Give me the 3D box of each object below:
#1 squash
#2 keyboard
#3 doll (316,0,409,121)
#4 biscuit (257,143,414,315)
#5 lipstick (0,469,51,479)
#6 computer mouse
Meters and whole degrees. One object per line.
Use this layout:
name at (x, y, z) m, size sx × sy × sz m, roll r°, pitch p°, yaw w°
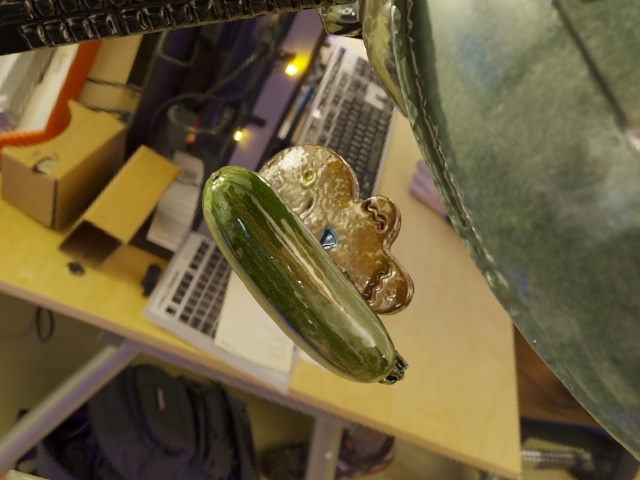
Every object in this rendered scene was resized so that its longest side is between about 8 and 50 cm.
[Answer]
squash at (-0.008, 0.043, 0.721) m, size 0.252 × 0.066 × 0.066 m, roll 51°, pitch 30°, yaw -29°
keyboard at (-0.091, -0.097, 0.336) m, size 0.205 × 0.061 × 0.013 m, roll -7°, pitch 43°, yaw 6°
doll at (0.185, -0.229, 0.720) m, size 0.252 × 0.378 × 0.382 m, roll 24°, pitch -3°, yaw -30°
biscuit at (0.000, 0.000, 1.003) m, size 0.039 × 0.180 × 0.236 m, roll 22°, pitch 31°, yaw -56°
lipstick at (-0.163, 0.088, 0.297) m, size 0.186 × 0.063 × 0.057 m, roll 21°, pitch 28°, yaw -20°
computer mouse at (0.167, -0.026, 0.375) m, size 0.374 × 0.203 × 0.114 m, roll 55°, pitch 26°, yaw 1°
